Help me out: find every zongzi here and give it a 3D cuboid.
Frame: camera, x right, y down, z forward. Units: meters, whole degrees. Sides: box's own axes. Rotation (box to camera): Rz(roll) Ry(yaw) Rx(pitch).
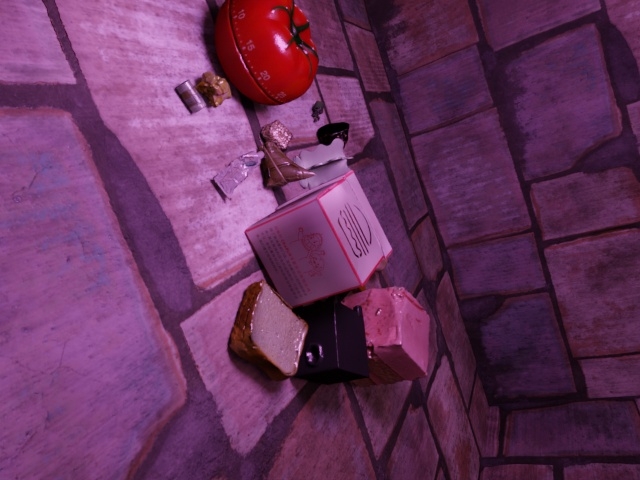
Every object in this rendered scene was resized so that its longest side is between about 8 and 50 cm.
[{"bbox_3d":[-0.118,-0.286,1.578,0.081,0.178,0.189,14,62,-79],"label":"zongzi"}]

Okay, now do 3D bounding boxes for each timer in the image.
[{"bbox_3d":[-0.177,-0.643,1.536,0.378,0.279,0.378,41,40,-49],"label":"timer"}]

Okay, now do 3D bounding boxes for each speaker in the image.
[{"bbox_3d":[0.028,0.333,1.542,0.232,0.184,0.254,35,44,-51],"label":"speaker"}]

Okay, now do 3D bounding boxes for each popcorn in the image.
[{"bbox_3d":[-0.321,-0.459,1.393,0.097,0.089,0.109,45,10,19],"label":"popcorn"}]

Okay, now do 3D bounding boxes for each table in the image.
[{"bbox_3d":[0.020,-0.298,1.814,0.166,0.198,0.166,35,48,-51],"label":"table"}]

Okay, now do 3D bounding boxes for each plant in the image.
[{"bbox_3d":[-0.016,-0.569,2.048,0.051,0.051,0.102,40,57,-48],"label":"plant"}]

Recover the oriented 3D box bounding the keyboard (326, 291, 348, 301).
[{"bbox_3d":[0.064,0.196,1.668,0.025,0.230,0.093,18,54,-10],"label":"keyboard"}]

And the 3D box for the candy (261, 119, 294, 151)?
[{"bbox_3d":[-0.156,-0.373,1.654,0.110,0.085,0.095,45,45,-28],"label":"candy"}]

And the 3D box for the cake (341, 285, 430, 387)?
[{"bbox_3d":[0.230,0.370,1.761,0.293,0.307,0.314,49,37,-37],"label":"cake"}]

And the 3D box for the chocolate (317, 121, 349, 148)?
[{"bbox_3d":[0.063,-0.442,2.068,0.156,0.156,0.133,-62,150,-52],"label":"chocolate"}]

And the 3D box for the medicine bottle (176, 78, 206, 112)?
[{"bbox_3d":[-0.369,-0.411,1.314,0.083,0.047,0.047,58,32,-29],"label":"medicine bottle"}]

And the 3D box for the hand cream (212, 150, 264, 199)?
[{"bbox_3d":[-0.250,-0.220,1.441,0.084,0.050,0.257,60,37,-23],"label":"hand cream"}]

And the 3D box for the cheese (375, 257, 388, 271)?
[{"bbox_3d":[0.234,0.034,2.138,0.218,0.117,0.235,5,71,-62],"label":"cheese"}]

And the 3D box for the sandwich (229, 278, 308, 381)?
[{"bbox_3d":[-0.146,0.272,1.348,0.251,0.087,0.226,48,35,-37],"label":"sandwich"}]

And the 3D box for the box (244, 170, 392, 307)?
[{"bbox_3d":[0.000,0.000,1.493,0.314,0.312,0.300,63,32,-9],"label":"box"}]

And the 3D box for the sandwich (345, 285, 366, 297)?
[{"bbox_3d":[0.085,0.176,1.791,0.187,0.117,0.144,1,73,-62],"label":"sandwich"}]
